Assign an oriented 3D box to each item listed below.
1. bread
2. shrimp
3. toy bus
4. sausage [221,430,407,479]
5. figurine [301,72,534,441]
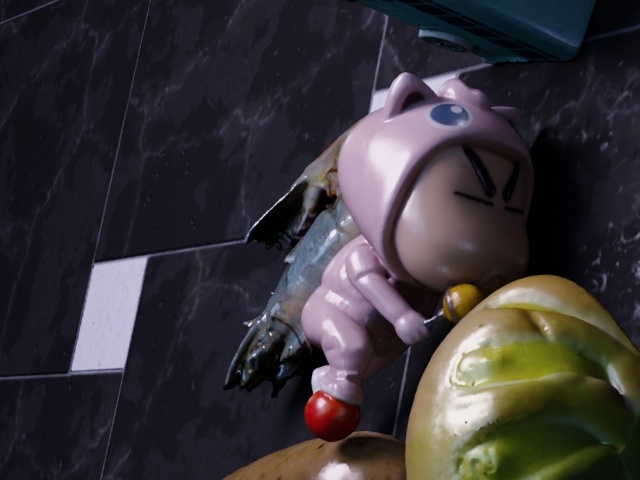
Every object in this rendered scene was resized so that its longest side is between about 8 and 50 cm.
[{"bbox_3d":[0.145,0.166,1.286,0.158,0.156,0.260,-18,95,51],"label":"bread"},{"bbox_3d":[-0.007,-0.004,1.703,0.289,0.075,0.178,-62,25,17],"label":"shrimp"},{"bbox_3d":[0.088,-0.231,1.498,0.147,0.256,0.128,8,81,55],"label":"toy bus"},{"bbox_3d":[-0.079,0.274,1.618,0.501,0.123,0.136,-36,75,43],"label":"sausage"},{"bbox_3d":[0.076,0.021,1.488,0.186,0.176,0.287,33,96,39],"label":"figurine"}]
